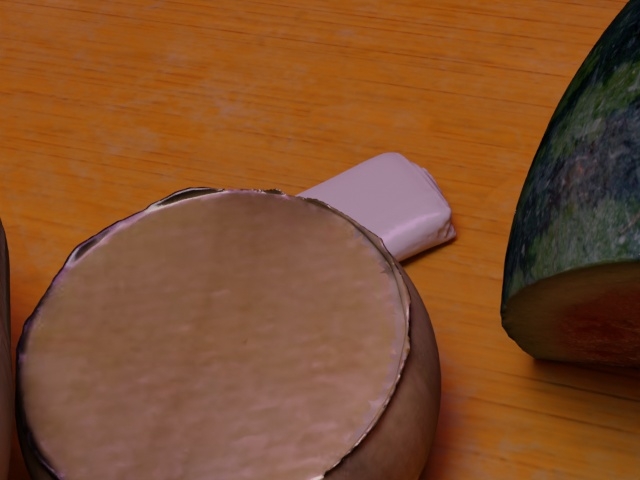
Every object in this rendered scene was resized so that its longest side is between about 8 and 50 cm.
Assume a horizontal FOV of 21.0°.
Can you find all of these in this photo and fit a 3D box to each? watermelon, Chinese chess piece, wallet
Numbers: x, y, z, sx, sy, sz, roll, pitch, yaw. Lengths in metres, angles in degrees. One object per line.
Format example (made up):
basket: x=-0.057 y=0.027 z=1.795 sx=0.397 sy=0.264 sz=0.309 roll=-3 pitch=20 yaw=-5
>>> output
watermelon: x=0.219 y=0.010 z=0.995 sx=0.250 sy=0.283 sz=0.292 roll=-29 pitch=66 yaw=-32
Chinese chess piece: x=-0.056 y=0.087 z=1.036 sx=0.257 sy=0.104 sz=0.257 roll=-7 pitch=51 yaw=9
wallet: x=0.000 y=0.000 z=1.193 sx=0.190 sy=0.033 sz=0.095 roll=-27 pitch=46 yaw=-14

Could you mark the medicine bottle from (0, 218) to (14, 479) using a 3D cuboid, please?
medicine bottle: x=-0.284 y=0.089 z=0.934 sx=0.236 sy=0.235 sz=0.406 roll=-15 pitch=24 yaw=-3
